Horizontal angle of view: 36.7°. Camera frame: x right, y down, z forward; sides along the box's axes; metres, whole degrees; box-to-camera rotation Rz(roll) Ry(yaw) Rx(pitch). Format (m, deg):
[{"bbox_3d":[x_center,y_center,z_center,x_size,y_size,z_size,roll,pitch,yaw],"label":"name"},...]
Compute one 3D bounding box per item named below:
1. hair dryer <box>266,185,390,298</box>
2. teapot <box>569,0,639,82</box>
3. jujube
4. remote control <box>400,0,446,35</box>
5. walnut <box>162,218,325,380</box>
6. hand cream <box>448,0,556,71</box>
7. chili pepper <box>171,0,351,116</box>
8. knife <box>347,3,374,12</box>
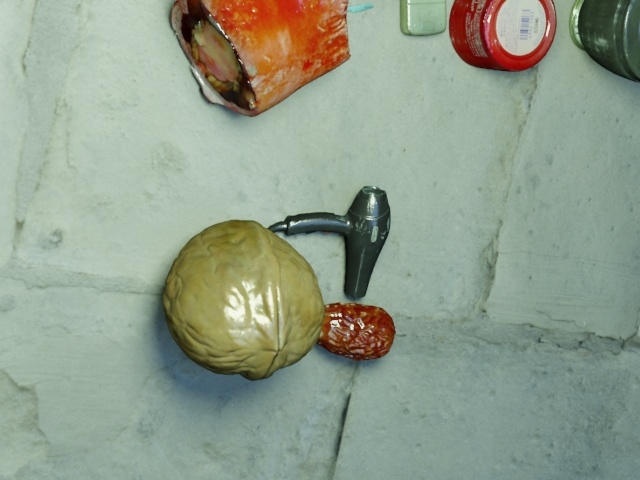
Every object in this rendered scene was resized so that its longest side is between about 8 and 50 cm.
[{"bbox_3d":[0.000,0.000,1.912,0.272,0.091,0.235,4,112,-16],"label":"hair dryer"},{"bbox_3d":[0.619,-0.482,2.001,0.239,0.239,0.321,-52,125,-8],"label":"teapot"},{"bbox_3d":[0.064,0.183,1.964,0.176,0.109,0.112,10,62,-22],"label":"jujube"},{"bbox_3d":[0.200,-0.518,1.884,0.098,0.038,0.233,-10,107,-26],"label":"remote control"},{"bbox_3d":[-0.135,0.110,1.717,0.277,0.313,0.252,33,103,-37],"label":"walnut"},{"bbox_3d":[0.368,-0.436,1.946,0.193,0.125,0.193,-7,108,-24],"label":"hand cream"},{"bbox_3d":[-0.074,-0.376,1.672,0.305,0.229,0.251,-29,98,-18],"label":"chili pepper"},{"bbox_3d":[0.063,-0.443,1.850,0.091,0.005,0.014,-16,109,-24],"label":"knife"}]
